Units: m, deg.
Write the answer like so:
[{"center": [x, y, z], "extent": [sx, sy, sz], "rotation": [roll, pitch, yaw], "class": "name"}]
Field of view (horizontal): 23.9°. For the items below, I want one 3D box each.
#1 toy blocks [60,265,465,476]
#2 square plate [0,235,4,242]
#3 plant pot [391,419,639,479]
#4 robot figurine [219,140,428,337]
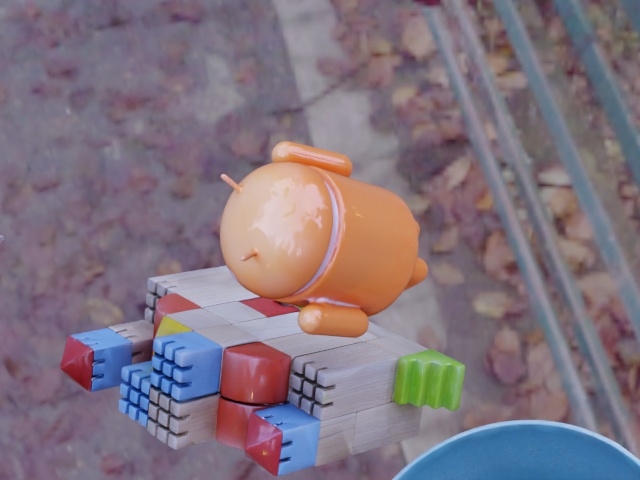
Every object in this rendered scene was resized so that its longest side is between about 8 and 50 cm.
[{"center": [-0.085, 0.127, 1.532], "extent": [0.260, 0.191, 0.381], "rotation": [-9, 24, -42], "class": "toy blocks"}, {"center": [-0.549, 0.078, 1.620], "extent": [0.344, 0.347, 0.049], "rotation": [-39, 78, 10], "class": "square plate"}, {"center": [0.188, 0.334, 1.331], "extent": [0.290, 0.195, 0.290], "rotation": [-12, 48, 13], "class": "plant pot"}, {"center": [-0.001, -0.002, 1.366], "extent": [0.128, 0.219, 0.158], "rotation": [21, 95, 46], "class": "robot figurine"}]
